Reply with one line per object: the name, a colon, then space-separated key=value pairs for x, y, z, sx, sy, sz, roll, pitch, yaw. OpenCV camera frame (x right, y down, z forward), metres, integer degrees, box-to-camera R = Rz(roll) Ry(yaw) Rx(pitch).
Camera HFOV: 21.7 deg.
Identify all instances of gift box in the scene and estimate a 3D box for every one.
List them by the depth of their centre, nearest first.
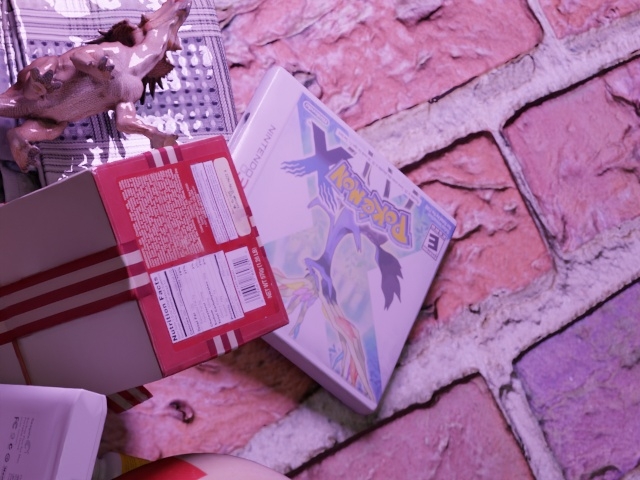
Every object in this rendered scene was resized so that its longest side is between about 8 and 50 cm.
gift box: x=-0.207 y=0.049 z=1.758 sx=0.276 sy=0.258 sz=0.255 roll=-12 pitch=85 yaw=-55

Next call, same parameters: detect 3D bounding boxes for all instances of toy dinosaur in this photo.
toy dinosaur: x=-0.270 y=-0.175 z=1.854 sx=0.296 sy=0.200 sz=0.127 roll=-12 pitch=118 yaw=-9

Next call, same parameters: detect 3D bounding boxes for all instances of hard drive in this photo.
hard drive: x=-0.325 y=0.240 z=1.617 sx=0.040 sy=0.307 sz=0.203 roll=22 pitch=74 yaw=-37

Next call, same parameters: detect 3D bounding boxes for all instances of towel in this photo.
towel: x=-0.246 y=-0.180 z=1.972 sx=0.324 sy=0.056 sz=0.312 roll=-3 pitch=75 yaw=-30

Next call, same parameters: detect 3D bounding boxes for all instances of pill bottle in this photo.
pill bottle: x=-0.214 y=0.268 z=1.835 sx=0.116 sy=0.065 sz=0.065 roll=18 pitch=66 yaw=-25

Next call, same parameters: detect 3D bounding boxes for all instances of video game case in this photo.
video game case: x=0.000 y=0.000 z=2.037 sx=0.329 sy=0.036 sz=0.300 roll=40 pitch=58 yaw=-24

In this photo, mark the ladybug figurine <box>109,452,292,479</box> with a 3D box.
ladybug figurine: x=-0.213 y=0.365 z=1.695 sx=0.449 sy=0.305 sz=0.162 roll=-32 pitch=57 yaw=-29
